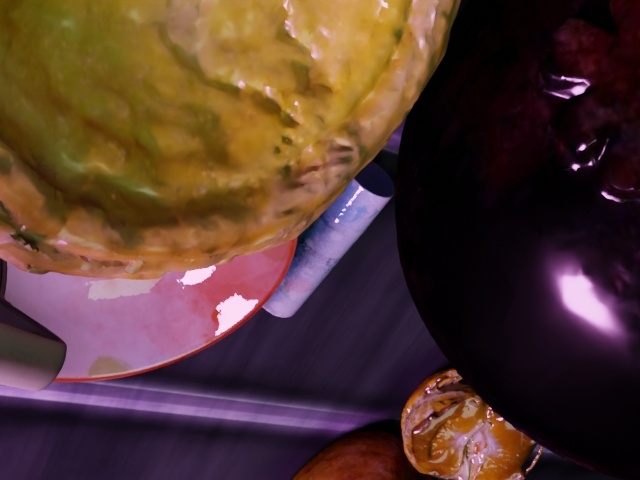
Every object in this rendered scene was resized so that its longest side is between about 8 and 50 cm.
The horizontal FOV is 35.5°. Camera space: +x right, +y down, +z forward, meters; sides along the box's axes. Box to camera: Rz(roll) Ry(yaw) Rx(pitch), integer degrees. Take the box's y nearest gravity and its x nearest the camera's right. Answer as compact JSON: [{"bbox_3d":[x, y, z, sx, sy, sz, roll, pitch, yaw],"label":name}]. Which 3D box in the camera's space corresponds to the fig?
[{"bbox_3d":[0.001,0.319,1.171,0.274,0.145,0.170,-18,143,18],"label":"fig"}]

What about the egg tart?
[{"bbox_3d":[-0.080,-0.143,0.516,0.345,0.132,0.345,-21,128,-29],"label":"egg tart"}]

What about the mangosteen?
[{"bbox_3d":[0.250,-0.024,0.688,0.382,0.382,0.435,-32,154,13],"label":"mangosteen"}]

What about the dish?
[{"bbox_3d":[-0.153,-0.005,0.735,0.260,0.085,0.260,-15,142,-12],"label":"dish"}]

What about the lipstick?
[{"bbox_3d":[0.000,0.000,0.843,0.048,0.048,0.158,11,132,-35],"label":"lipstick"}]

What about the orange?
[{"bbox_3d":[0.168,0.200,1.114,0.160,0.112,0.170,-20,110,7],"label":"orange"}]

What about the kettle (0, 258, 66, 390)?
[{"bbox_3d":[-0.246,0.003,0.488,0.160,0.210,0.243,-66,157,-8],"label":"kettle"}]
